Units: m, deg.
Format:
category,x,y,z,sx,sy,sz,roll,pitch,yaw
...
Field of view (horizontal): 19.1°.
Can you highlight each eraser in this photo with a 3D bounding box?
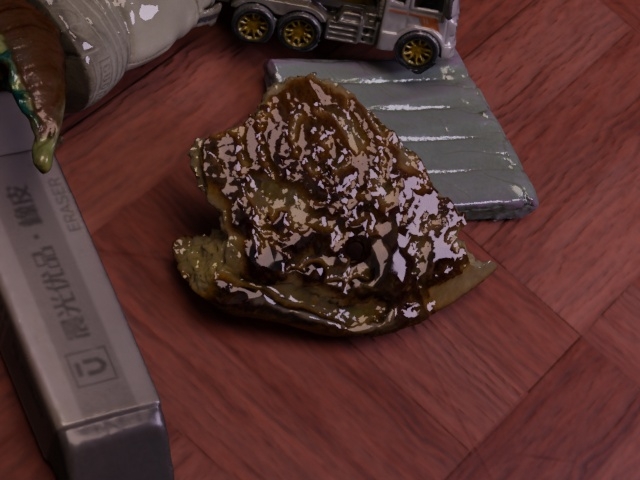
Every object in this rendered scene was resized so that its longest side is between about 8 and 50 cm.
category,x,y,z,sx,sy,sz,roll,pitch,yaw
eraser,-0.204,0.044,1.425,0.089,0.061,0.352,-13,62,-28

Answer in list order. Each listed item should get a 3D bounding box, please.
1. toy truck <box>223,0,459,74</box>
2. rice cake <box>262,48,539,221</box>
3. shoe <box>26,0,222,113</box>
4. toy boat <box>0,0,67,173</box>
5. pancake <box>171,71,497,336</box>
category,x,y,z,sx,sy,sz,roll,pitch,yaw
toy truck,0.013,-0.226,1.634,0.227,0.114,0.098,10,35,-5
rice cake,0.066,-0.089,1.637,0.198,0.037,0.189,-11,62,-27
shoe,-0.231,-0.269,1.595,0.210,0.132,0.342,-29,73,-40
toy boat,-0.259,-0.146,1.446,0.099,0.108,0.293,-45,52,-14
pancake,0.000,0.000,1.520,0.257,0.056,0.212,45,69,-8
